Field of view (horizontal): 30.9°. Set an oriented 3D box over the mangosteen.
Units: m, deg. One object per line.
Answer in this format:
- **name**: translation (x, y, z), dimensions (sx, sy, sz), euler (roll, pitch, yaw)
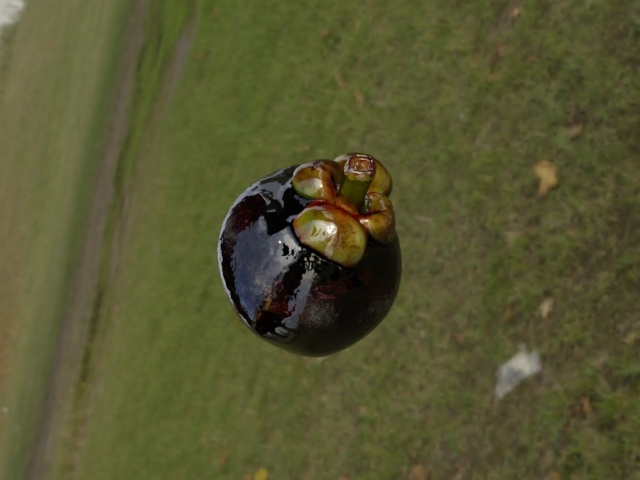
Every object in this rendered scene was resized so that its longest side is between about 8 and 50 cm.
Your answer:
- **mangosteen**: translation (0.000, 0.000, 0.777), dimensions (0.137, 0.137, 0.151), euler (-94, 28, -46)
